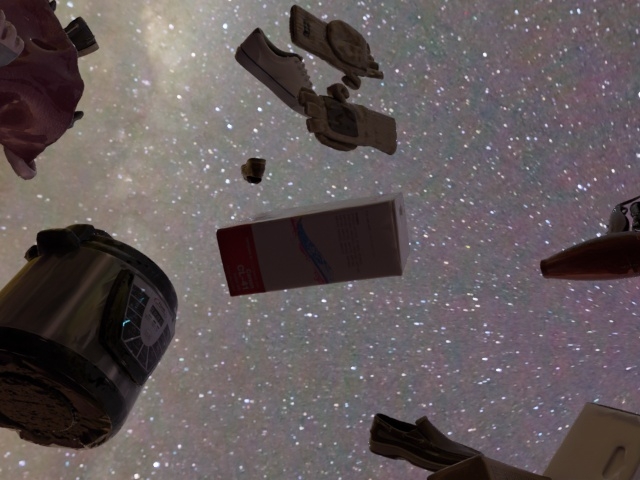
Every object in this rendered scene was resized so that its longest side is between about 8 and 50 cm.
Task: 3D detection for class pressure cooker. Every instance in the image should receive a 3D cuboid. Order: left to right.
[{"bbox_3d":[-0.531,0.188,1.079,0.370,0.375,0.420,-52,-165,35],"label":"pressure cooker"}]

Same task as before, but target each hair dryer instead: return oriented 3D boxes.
[{"bbox_3d":[0.539,0.004,0.866,0.293,0.223,0.080,-24,-85,2],"label":"hair dryer"}]

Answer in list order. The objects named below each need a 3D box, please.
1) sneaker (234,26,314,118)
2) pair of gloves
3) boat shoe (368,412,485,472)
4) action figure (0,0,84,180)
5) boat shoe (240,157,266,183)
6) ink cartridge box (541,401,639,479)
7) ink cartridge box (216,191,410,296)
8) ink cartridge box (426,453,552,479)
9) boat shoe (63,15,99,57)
[{"bbox_3d":[-0.064,-0.362,1.070,0.091,0.258,0.094,-45,-155,27],"label":"sneaker"},{"bbox_3d":[0.036,-0.261,0.820,0.042,0.204,0.240,-22,-107,50],"label":"pair of gloves"},{"bbox_3d":[0.218,0.423,1.022,0.257,0.095,0.095,-1,-97,31],"label":"boat shoe"},{"bbox_3d":[-0.444,-0.204,0.501,0.275,0.370,0.248,-39,-89,24],"label":"action figure"},{"bbox_3d":[-0.204,-0.198,1.445,0.178,0.064,0.060,163,-70,-71],"label":"boat shoe"},{"bbox_3d":[0.467,0.432,0.758,0.117,0.201,0.278,1,-56,55],"label":"ink cartridge box"},{"bbox_3d":[0.000,0.000,0.885,0.306,0.226,0.131,-7,-82,15],"label":"ink cartridge box"},{"bbox_3d":[0.235,0.388,0.545,0.088,0.193,0.235,-38,-141,26],"label":"ink cartridge box"},{"bbox_3d":[-0.513,-0.348,0.869,0.075,0.206,0.065,40,-30,45],"label":"boat shoe"}]
